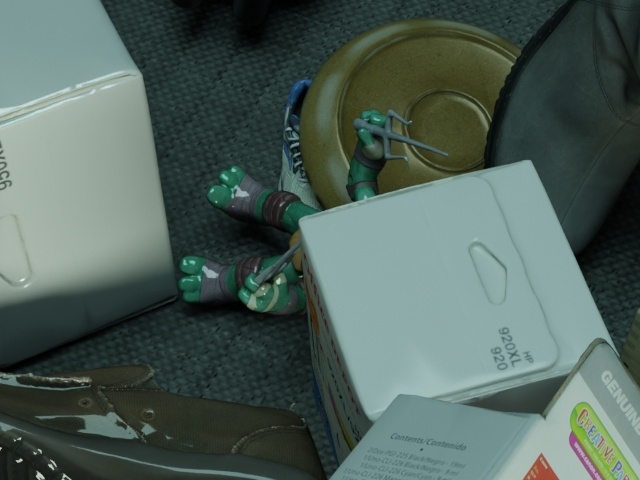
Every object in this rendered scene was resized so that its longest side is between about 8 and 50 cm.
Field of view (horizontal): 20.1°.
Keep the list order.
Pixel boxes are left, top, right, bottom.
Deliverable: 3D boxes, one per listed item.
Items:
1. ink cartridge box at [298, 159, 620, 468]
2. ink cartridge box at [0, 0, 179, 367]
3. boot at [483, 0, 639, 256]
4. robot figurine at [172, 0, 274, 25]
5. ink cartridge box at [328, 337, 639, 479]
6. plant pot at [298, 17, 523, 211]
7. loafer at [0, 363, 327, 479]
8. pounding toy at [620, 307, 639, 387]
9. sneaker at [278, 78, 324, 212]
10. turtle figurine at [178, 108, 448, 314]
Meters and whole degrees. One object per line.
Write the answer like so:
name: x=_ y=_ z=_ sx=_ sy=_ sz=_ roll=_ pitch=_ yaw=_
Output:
ink cartridge box: x=0.090 y=0.092 z=1.243 sx=0.168 sy=0.232 sz=0.171 roll=-15 pitch=54 yaw=-7
ink cartridge box: x=-0.265 y=-0.144 z=1.402 sx=0.166 sy=0.285 sz=0.395 roll=-22 pitch=56 yaw=-12
boot: x=0.233 y=-0.112 z=1.286 sx=0.118 sy=0.338 sz=0.222 roll=13 pitch=18 yaw=-18
robot figurine: x=-0.061 y=-0.323 z=1.593 sx=0.174 sy=0.209 sz=0.278 roll=-19 pitch=46 yaw=36
ink cartridge box: x=0.125 y=0.250 z=1.077 sx=0.130 sy=0.309 sz=0.272 roll=2 pitch=43 yaw=52
plant pot: x=0.101 y=-0.084 z=1.452 sx=0.236 sy=0.032 sz=0.236 roll=4 pitch=65 yaw=-8
loafer: x=-0.167 y=0.156 z=1.296 sx=0.366 sy=0.133 sz=0.130 roll=12 pitch=32 yaw=0
pounding toy: x=0.279 y=0.094 z=1.327 sx=0.141 sy=0.100 sz=0.130 roll=-27 pitch=57 yaw=-28
sneaker: x=-0.012 y=-0.075 z=1.477 sx=0.052 sy=0.058 sz=0.135 roll=-7 pitch=55 yaw=-1
turtle figurine: x=0.000 y=0.000 z=1.341 sx=0.234 sy=0.118 sz=0.175 roll=-1 pitch=45 yaw=47
